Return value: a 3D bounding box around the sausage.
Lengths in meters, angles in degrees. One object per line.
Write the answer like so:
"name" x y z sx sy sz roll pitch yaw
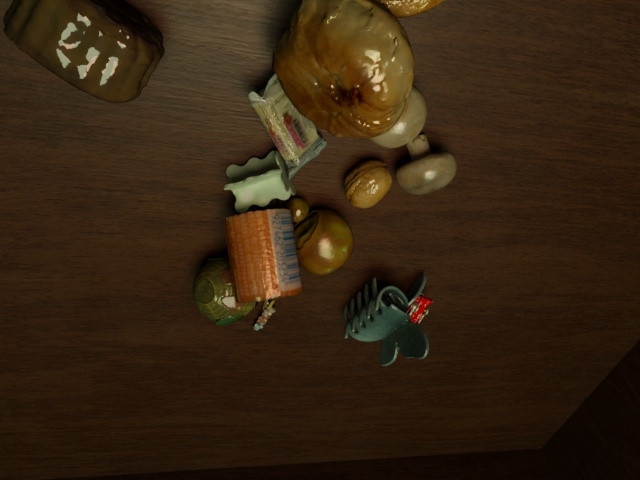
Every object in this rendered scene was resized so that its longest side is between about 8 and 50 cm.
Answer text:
"sausage" -0.187 0.048 1.545 0.232 0.233 0.288 -10 91 -4

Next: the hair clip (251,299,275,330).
"hair clip" -0.236 0.319 1.955 0.062 0.056 0.214 -14 139 -45

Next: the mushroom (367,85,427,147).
"mushroom" 0.227 -0.372 1.424 0.207 0.208 0.215 -27 159 11

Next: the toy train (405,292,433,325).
"toy train" 0.399 0.316 2.040 0.082 0.131 0.204 20 111 -19

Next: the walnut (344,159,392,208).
"walnut" 0.157 -0.188 1.570 0.180 0.144 0.144 -34 127 28

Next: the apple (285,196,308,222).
"apple" -0.081 -0.107 1.620 0.074 0.090 0.090 -5 130 -24

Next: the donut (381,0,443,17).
"donut" 0.203 -0.708 1.159 0.317 0.150 0.299 -29 125 12

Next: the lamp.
"lamp" -0.334 0.185 1.723 0.250 0.250 0.284 -39 159 20

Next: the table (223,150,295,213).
"table" -0.201 -0.188 1.498 0.198 0.167 0.167 -16 130 12

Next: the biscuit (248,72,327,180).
"biscuit" -0.093 -0.356 1.396 0.186 0.079 0.309 -49 131 -25

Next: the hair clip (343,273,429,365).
"hair clip" 0.256 0.313 1.904 0.238 0.392 0.318 24 137 -16

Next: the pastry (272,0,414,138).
"pastry" 0.068 -0.454 1.195 0.245 0.409 0.410 -54 131 -22

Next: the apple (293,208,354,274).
"apple" 0.000 0.000 1.649 0.236 0.237 0.208 -30 115 13

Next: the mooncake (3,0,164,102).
"mooncake" -0.531 -0.485 1.082 0.324 0.324 0.187 32 111 -31

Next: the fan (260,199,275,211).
"fan" -0.187 -0.130 1.635 0.060 0.003 0.080 -3 128 -8

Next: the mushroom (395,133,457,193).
"mushroom" 0.345 -0.256 1.547 0.204 0.204 0.204 -6 129 -7
